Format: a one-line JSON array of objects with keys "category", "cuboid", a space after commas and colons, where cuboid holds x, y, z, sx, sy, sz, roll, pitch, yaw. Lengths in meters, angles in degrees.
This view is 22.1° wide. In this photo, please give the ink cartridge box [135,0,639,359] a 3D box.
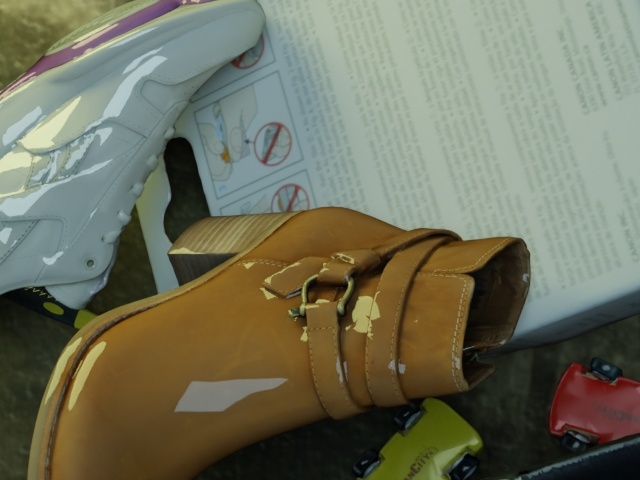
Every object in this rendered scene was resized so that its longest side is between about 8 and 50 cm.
[{"category": "ink cartridge box", "cuboid": [0.056, -0.064, 1.072, 0.385, 0.091, 0.308, -24, 73, 27]}]

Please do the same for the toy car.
[{"category": "toy car", "cuboid": [0.115, 0.070, 1.081, 0.239, 0.053, 0.225, -17, 74, 11]}]

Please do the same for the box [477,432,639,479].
[{"category": "box", "cuboid": [0.035, 0.380, 0.833, 0.471, 0.297, 0.480, -22, 78, 34]}]

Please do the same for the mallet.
[{"category": "mallet", "cuboid": [-0.159, 0.064, 1.106, 0.189, 0.039, 0.062, 14, 93, 24]}]

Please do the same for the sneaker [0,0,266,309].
[{"category": "sneaker", "cuboid": [-0.154, -0.050, 1.074, 0.305, 0.114, 0.152, -34, 104, -1]}]

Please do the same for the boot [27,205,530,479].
[{"category": "boot", "cuboid": [-0.017, 0.083, 0.920, 0.220, 0.283, 0.109, 3, 125, 29]}]
